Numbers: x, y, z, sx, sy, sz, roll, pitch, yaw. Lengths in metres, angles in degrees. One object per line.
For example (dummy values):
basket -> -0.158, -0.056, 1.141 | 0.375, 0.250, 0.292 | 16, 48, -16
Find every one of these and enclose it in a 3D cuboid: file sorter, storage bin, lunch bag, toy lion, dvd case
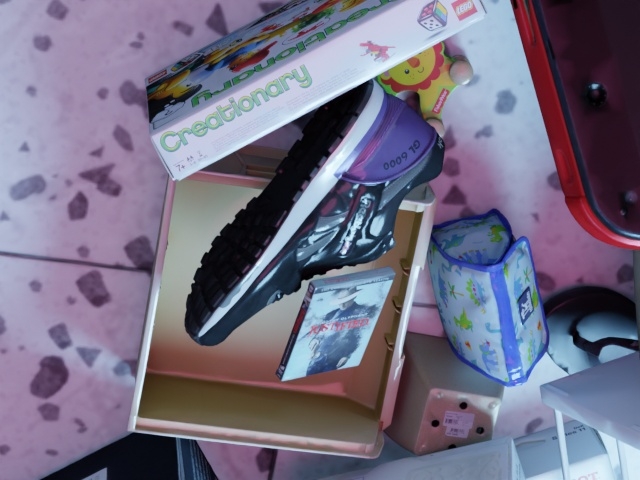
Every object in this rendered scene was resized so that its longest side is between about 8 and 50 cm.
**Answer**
file sorter -> 0.387, 0.201, 1.821 | 0.277, 0.193, 0.173 | -16, 107, -23
storage bin -> -0.036, 0.055, 1.808 | 0.260, 0.123, 0.262 | 8, 108, -9
lunch bag -> 0.162, 0.055, 1.816 | 0.096, 0.151, 0.129 | -15, 110, -1
toy lion -> 0.089, -0.155, 1.799 | 0.096, 0.034, 0.100 | 23, 106, -7
dvd case -> 0.013, 0.075, 1.708 | 0.087, 0.013, 0.119 | -9, 136, -32

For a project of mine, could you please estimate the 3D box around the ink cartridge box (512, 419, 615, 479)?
ink cartridge box -> 0.239, 0.308, 1.949 | 0.153, 0.087, 0.208 | -18, 110, -1

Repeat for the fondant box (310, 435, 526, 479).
fondant box -> 0.118, 0.373, 1.870 | 0.238, 0.096, 0.330 | -14, 113, 13

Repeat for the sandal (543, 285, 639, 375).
sandal -> 0.325, 0.133, 1.914 | 0.254, 0.054, 0.097 | 36, 102, -17

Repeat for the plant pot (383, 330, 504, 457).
plant pot -> 0.127, 0.165, 1.881 | 0.109, 0.096, 0.109 | 10, 109, -10

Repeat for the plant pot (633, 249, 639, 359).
plant pot -> 0.396, -0.044, 1.778 | 0.256, 0.256, 0.274 | -14, 96, -1

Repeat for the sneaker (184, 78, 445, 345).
sneaker -> 0.000, 0.000, 1.677 | 0.124, 0.107, 0.283 | 35, 102, -23

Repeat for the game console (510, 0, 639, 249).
game console -> 0.340, -0.208, 1.635 | 0.342, 0.060, 0.386 | -17, 97, -4

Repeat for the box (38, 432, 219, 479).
box -> -0.175, 0.423, 1.876 | 0.293, 0.212, 0.395 | -27, 110, 3

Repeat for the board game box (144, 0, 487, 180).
board game box -> -0.012, -0.170, 1.693 | 0.305, 0.193, 0.053 | -28, 111, 3
